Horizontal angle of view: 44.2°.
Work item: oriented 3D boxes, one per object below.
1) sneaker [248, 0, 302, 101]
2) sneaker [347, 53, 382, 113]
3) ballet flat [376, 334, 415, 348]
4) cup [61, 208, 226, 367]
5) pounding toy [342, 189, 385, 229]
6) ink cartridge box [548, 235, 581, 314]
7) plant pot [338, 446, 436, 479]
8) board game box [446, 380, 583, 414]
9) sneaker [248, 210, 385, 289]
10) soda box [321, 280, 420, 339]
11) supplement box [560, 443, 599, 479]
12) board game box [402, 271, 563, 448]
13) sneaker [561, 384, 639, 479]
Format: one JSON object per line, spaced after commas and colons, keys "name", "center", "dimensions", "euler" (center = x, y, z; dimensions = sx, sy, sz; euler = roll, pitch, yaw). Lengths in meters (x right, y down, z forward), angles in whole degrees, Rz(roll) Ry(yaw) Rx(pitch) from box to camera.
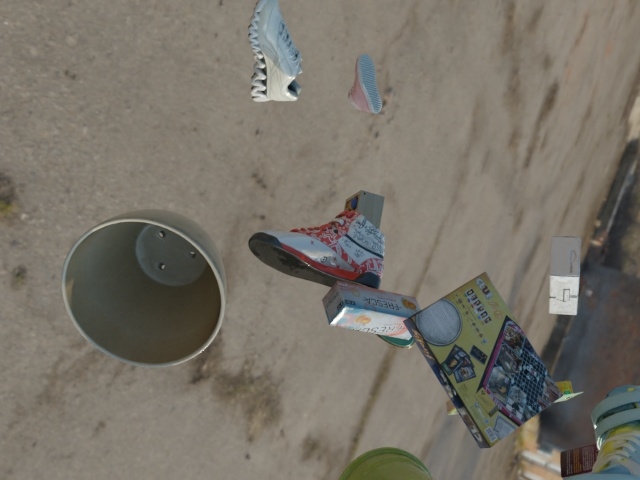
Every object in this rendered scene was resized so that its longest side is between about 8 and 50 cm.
{"name": "sneaker", "center": [-0.097, -0.437, 1.797], "dimensions": [0.292, 0.118, 0.110], "euler": [91, 17, -51]}
{"name": "sneaker", "center": [0.084, -0.336, 1.691], "dimensions": [0.051, 0.070, 0.134], "euler": [-44, 131, -33]}
{"name": "ballet flat", "center": [0.116, 0.153, 1.608], "dimensions": [0.073, 0.206, 0.067], "euler": [-55, 157, 0]}
{"name": "cup", "center": [-0.343, 0.065, 1.666], "dimensions": [0.237, 0.331, 0.331], "euler": [-78, 179, -67]}
{"name": "pounding toy", "center": [0.090, -0.054, 2.109], "dimensions": [0.141, 0.100, 0.130], "euler": [152, -49, -68]}
{"name": "ink cartridge box", "center": [0.717, 0.103, 2.323], "dimensions": [0.203, 0.086, 0.148], "euler": [71, 27, -49]}
{"name": "plant pot", "center": [0.196, 0.616, 1.739], "dimensions": [0.276, 0.276, 0.254], "euler": [-64, -164, -14]}
{"name": "board game box", "center": [0.399, 0.326, 1.635], "dimensions": [0.124, 0.260, 0.039], "euler": [93, -7, -71]}
{"name": "sneaker", "center": [0.000, 0.001, 1.505], "dimensions": [0.090, 0.270, 0.145], "euler": [136, -28, -58]}
{"name": "soda box", "center": [0.097, 0.128, 1.430], "dimensions": [0.183, 0.063, 0.058], "euler": [14, 129, -30]}
{"name": "supplement box", "center": [0.647, 0.514, 1.767], "dimensions": [0.104, 0.188, 0.081], "euler": [55, 30, -22]}
{"name": "board game box", "center": [0.270, 0.196, 1.313], "dimensions": [0.165, 0.243, 0.042], "euler": [-28, 173, -20]}
{"name": "sneaker", "center": [0.375, 0.276, 1.002], "dimensions": [0.319, 0.208, 0.127], "euler": [16, 133, -35]}
